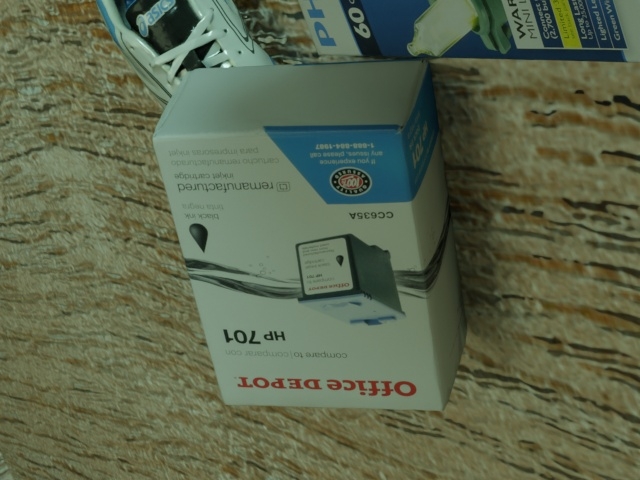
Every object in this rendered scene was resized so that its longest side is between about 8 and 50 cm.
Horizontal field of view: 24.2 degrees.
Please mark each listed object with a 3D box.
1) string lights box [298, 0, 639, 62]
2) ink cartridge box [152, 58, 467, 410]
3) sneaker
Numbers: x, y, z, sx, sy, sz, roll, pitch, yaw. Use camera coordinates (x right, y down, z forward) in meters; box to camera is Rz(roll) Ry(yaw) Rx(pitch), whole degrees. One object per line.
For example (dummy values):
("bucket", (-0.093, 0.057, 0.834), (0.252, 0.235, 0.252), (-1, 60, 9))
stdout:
("string lights box", (0.071, -0.149, 0.626), (0.260, 0.077, 0.133), (12, 128, 59))
("ink cartridge box", (0.000, 0.000, 0.842), (0.140, 0.082, 0.190), (-1, 124, 16))
("sneaker", (-0.074, -0.108, 0.919), (0.237, 0.085, 0.086), (53, -165, 19))
